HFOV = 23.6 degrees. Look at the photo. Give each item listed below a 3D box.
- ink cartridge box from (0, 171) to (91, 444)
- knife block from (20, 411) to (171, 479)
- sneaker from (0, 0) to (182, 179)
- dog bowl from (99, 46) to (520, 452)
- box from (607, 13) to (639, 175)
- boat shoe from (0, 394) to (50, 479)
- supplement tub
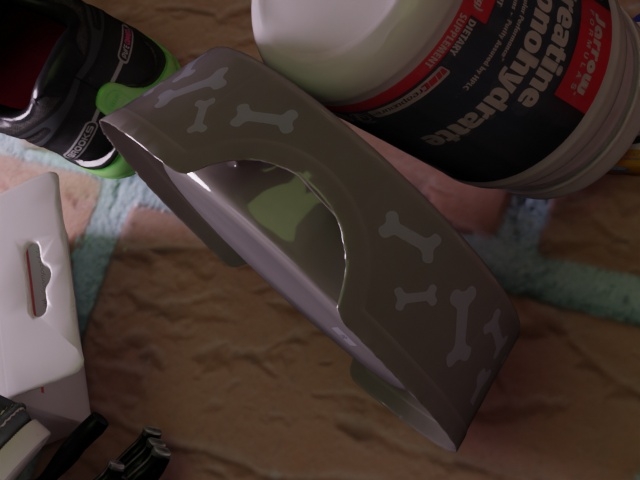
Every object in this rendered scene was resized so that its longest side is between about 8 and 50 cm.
[{"bbox_3d":[-0.332,0.100,1.386,0.353,0.119,0.207,-23,63,23],"label":"ink cartridge box"},{"bbox_3d":[-0.243,0.266,1.288,0.275,0.088,0.242,-19,42,44],"label":"knife block"},{"bbox_3d":[-0.340,-0.207,1.449,0.482,0.202,0.185,19,82,33],"label":"sneaker"},{"bbox_3d":[0.000,0.000,1.112,0.102,0.349,0.348,-47,56,-6],"label":"dog bowl"},{"bbox_3d":[0.255,-0.117,1.181,0.081,0.028,0.136,3,77,32],"label":"box"},{"bbox_3d":[-0.330,0.210,1.288,0.099,0.116,0.319,43,135,-2],"label":"boat shoe"},{"bbox_3d":[0.101,-0.150,1.114,0.191,0.272,0.191,-19,60,38],"label":"supplement tub"}]
